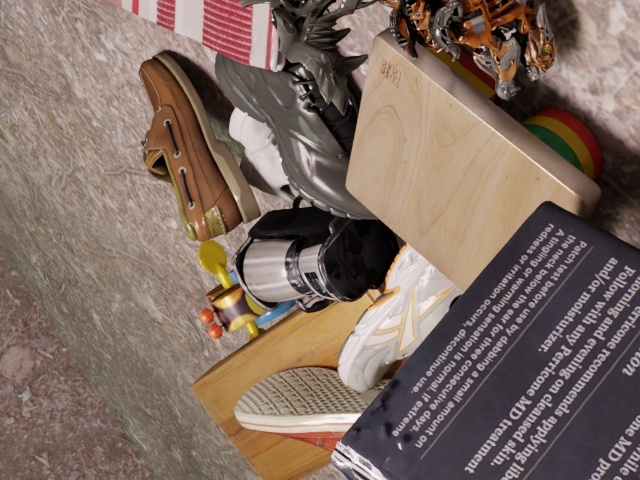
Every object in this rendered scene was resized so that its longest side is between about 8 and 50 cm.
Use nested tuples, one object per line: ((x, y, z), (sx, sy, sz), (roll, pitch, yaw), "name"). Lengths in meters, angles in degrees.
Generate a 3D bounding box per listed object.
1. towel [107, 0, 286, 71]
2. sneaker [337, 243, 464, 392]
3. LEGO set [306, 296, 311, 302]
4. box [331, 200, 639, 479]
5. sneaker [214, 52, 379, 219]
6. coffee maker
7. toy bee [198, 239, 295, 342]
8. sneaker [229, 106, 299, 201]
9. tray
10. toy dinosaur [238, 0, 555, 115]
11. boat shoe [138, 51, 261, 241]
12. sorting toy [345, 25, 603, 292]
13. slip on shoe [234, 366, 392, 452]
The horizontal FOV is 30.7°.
((-0.145, -0.343, 1.292), (0.329, 0.037, 0.237), (30, 128, 37), "towel")
((0.114, 0.102, 1.374), (0.121, 0.099, 0.262), (36, 125, 12), "sneaker")
((0.004, 0.104, 1.730), (0.054, 0.023, 0.083), (54, 155, -8), "LEGO set")
((0.330, 0.285, 0.997), (0.472, 0.297, 0.480), (34, 166, 34), "box")
((-0.006, -0.144, 1.325), (0.286, 0.109, 0.130), (47, 148, 4), "sneaker")
((0.000, 0.000, 1.433), (0.120, 0.171, 0.178), (31, 156, -35), "coffee maker")
((-0.124, 0.082, 1.749), (0.195, 0.162, 0.298), (53, 155, 13), "toy bee")
((-0.055, -0.119, 1.478), (0.094, 0.080, 0.212), (37, 162, 18), "sneaker")
((0.007, 0.193, 1.607), (0.203, 0.076, 0.411), (52, 133, -2), "tray")
((0.052, -0.235, 0.980), (0.322, 0.218, 0.164), (48, -169, 4), "toy dinosaur")
((-0.192, -0.131, 1.558), (0.307, 0.104, 0.110), (57, 170, 34), "boat shoe")
((0.158, -0.068, 1.161), (0.255, 0.089, 0.257), (42, 153, 18), "sorting toy")
((0.034, 0.233, 1.490), (0.331, 0.123, 0.101), (0, 120, 29), "slip on shoe")
